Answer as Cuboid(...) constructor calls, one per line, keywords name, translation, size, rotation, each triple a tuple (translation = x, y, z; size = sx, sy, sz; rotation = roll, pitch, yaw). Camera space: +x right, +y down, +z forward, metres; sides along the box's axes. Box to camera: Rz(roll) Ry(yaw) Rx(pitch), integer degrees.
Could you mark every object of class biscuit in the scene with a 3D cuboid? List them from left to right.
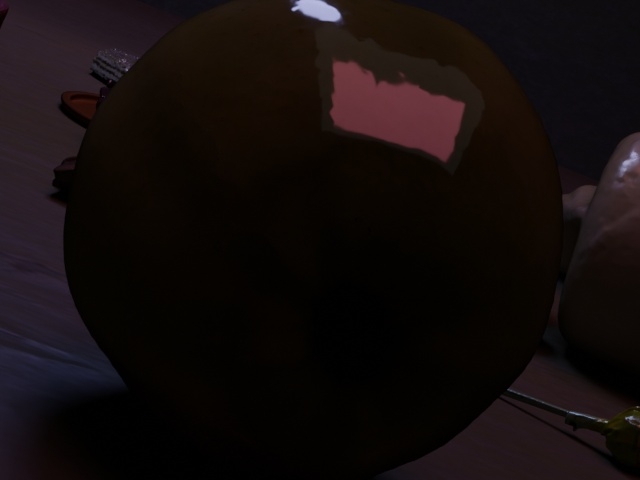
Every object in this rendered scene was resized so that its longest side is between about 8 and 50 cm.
Cuboid(name="biscuit", translation=(-0.241, -0.237, 2.473), size=(0.250, 0.046, 0.147), rotation=(23, 12, 5))

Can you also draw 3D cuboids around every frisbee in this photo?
Cuboid(name="frisbee", translation=(-0.234, -0.150, 2.151), size=(0.251, 0.021, 0.251), rotation=(22, 12, -5))

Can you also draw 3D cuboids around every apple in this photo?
Cuboid(name="apple", translation=(0.000, 0.000, 1.102), size=(0.357, 0.357, 0.357), rotation=(21, 11, -4))

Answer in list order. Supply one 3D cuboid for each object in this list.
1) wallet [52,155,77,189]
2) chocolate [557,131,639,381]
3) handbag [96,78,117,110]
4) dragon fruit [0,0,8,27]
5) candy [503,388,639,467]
Cuboid(name="wallet", translation=(-0.218, -0.073, 1.695), size=(0.118, 0.038, 0.152), rotation=(0, 10, 8))
Cuboid(name="chocolate", translation=(0.410, 0.015, 1.846), size=(0.297, 0.326, 0.314), rotation=(25, 50, 5))
Cuboid(name="handbag", translation=(-0.164, -0.136, 1.921), size=(0.216, 0.074, 0.203), rotation=(-7, 27, -11))
Cuboid(name="dragon fruit", translation=(-0.515, -0.278, 1.966), size=(0.211, 0.147, 0.282), rotation=(32, 15, 2))
Cuboid(name="candy", translation=(0.244, 0.167, 1.523), size=(0.194, 0.058, 0.062), rotation=(18, 0, 27))
